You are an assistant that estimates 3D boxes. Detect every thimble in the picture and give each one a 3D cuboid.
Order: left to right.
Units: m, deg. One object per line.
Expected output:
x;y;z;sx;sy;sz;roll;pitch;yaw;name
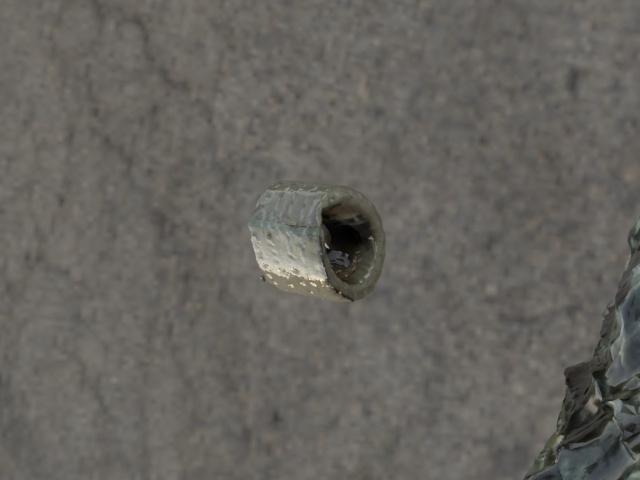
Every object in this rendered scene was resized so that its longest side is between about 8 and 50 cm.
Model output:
0.000;0.000;1.528;0.090;0.115;0.102;9;70;42;thimble

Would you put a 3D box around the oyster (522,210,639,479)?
0.154;0.071;0.592;0.158;0.162;0.351;118;163;-51;oyster
